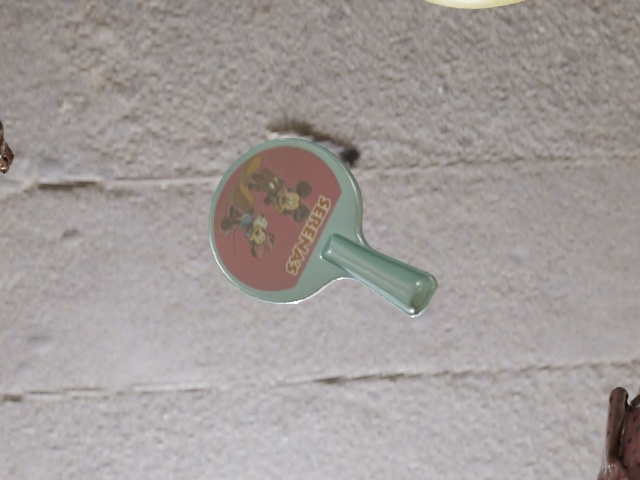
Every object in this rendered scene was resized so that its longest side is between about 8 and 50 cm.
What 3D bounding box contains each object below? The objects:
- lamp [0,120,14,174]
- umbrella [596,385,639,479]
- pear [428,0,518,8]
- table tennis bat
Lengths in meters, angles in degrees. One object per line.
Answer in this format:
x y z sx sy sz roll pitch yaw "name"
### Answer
-0.520 -0.114 1.661 0.215 0.223 0.151 -33 157 -27 "lamp"
0.190 0.153 0.747 0.090 0.326 0.094 9 130 22 "umbrella"
0.180 -0.429 1.475 0.348 0.348 0.348 -4 133 -5 "pear"
0.000 0.000 1.197 0.153 0.244 0.040 -62 152 3 "table tennis bat"
